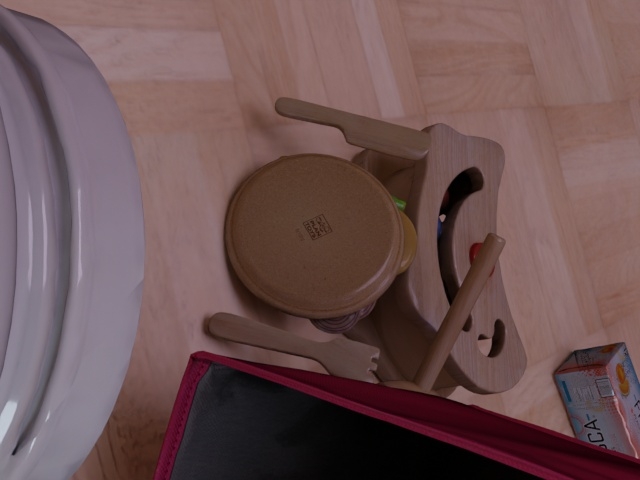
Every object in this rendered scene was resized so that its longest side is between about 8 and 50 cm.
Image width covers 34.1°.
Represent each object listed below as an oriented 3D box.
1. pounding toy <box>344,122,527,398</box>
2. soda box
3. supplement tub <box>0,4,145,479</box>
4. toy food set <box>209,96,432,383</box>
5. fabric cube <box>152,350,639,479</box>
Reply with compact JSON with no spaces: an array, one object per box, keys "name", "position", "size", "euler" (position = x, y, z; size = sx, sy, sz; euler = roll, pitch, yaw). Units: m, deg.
[{"name":"pounding toy","position":[0.114,0.033,0.790],"size":[0.154,0.155,0.269],"euler":[33,55,-36]},{"name":"soda box","position":[0.295,0.197,1.035],"size":[0.063,0.058,0.183],"euler":[-30,102,-52]},{"name":"supplement tub","position":[-0.241,0.000,0.290],"size":[0.331,0.241,0.241],"euler":[4,74,-51]},{"name":"toy food set","position":[0.000,0.000,0.720],"size":[0.133,0.038,0.192],"euler":[16,66,0]},{"name":"fabric cube","position":[0.070,0.222,0.537],"size":[0.258,0.254,0.259],"euler":[20,84,-47]}]
